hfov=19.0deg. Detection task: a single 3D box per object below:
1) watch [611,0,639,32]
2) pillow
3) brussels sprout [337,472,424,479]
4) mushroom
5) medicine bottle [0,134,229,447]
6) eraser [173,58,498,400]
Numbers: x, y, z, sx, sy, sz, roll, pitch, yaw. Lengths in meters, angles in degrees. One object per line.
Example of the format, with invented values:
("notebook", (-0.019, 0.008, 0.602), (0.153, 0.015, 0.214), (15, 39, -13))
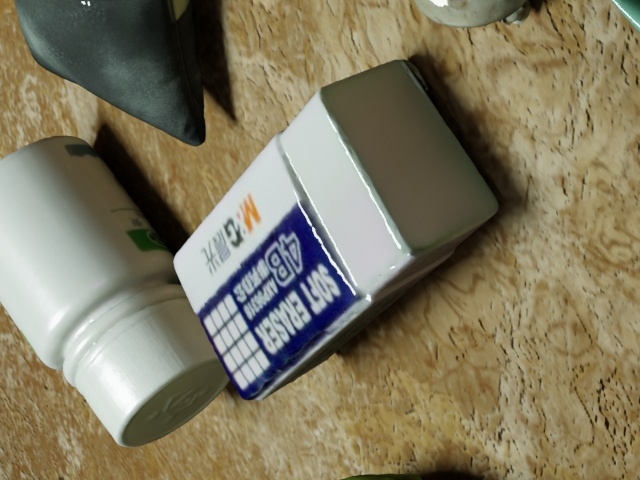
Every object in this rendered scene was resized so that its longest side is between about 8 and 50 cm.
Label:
("watch", (0.203, -0.164, 0.877), (0.237, 0.068, 0.195), (-10, 103, 57))
("pillow", (-0.159, -0.198, 1.364), (0.186, 0.106, 0.250), (28, 137, 35))
("brussels sprout", (0.034, 0.330, 1.336), (0.328, 0.247, 0.328), (39, 145, 35))
("mushroom", (0.093, -0.147, 1.063), (0.085, 0.085, 0.079), (21, 158, 49))
("medicine bottle", (-0.180, 0.041, 1.543), (0.237, 0.139, 0.139), (50, 147, 19))
("eraser", (0.000, 0.000, 1.286), (0.130, 0.086, 0.287), (59, 149, 10))
